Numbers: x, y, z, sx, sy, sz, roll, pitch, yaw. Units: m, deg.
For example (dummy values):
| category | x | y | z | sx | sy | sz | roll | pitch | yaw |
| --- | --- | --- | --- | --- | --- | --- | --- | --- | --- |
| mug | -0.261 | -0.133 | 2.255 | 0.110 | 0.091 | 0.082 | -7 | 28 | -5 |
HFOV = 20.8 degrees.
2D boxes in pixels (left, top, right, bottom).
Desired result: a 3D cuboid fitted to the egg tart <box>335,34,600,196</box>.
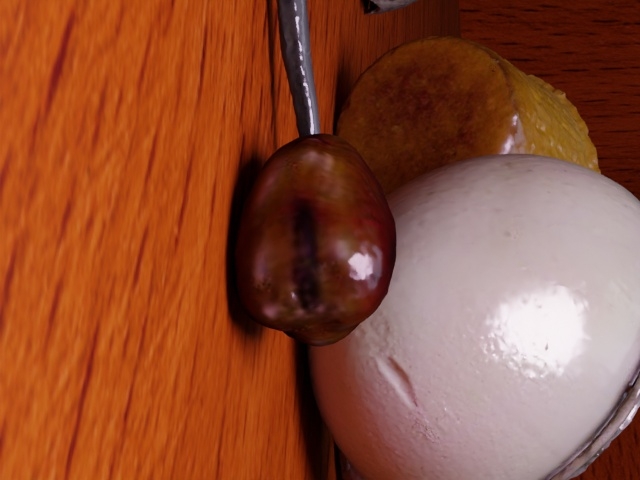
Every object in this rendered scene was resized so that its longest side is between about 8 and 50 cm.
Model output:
| category | x | y | z | sx | sy | sz | roll | pitch | yaw |
| --- | --- | --- | --- | --- | --- | --- | --- | --- | --- |
| egg tart | 0.106 | -0.065 | 1.395 | 0.171 | 0.215 | 0.215 | 43 | 43 | -59 |

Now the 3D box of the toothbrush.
| category | x | y | z | sx | sy | sz | roll | pitch | yaw |
| --- | --- | --- | --- | --- | --- | --- | --- | --- | --- |
| toothbrush | -0.019 | -0.143 | 1.049 | 0.030 | 0.030 | 0.297 | 0 | 87 | -74 |

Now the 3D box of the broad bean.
| category | x | y | z | sx | sy | sz | roll | pitch | yaw |
| --- | --- | --- | --- | --- | --- | --- | --- | --- | --- |
| broad bean | 0.000 | 0.000 | 0.950 | 0.165 | 0.084 | 0.114 | -58 | 159 | -84 |

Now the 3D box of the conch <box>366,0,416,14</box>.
| category | x | y | z | sx | sy | sz | roll | pitch | yaw |
| --- | --- | --- | --- | --- | --- | --- | --- | --- | --- |
| conch | 0.070 | -0.283 | 1.607 | 0.155 | 0.130 | 0.207 | -49 | 175 | -28 |

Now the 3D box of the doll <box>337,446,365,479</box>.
| category | x | y | z | sx | sy | sz | roll | pitch | yaw |
| --- | --- | --- | --- | --- | --- | --- | --- | --- | --- |
| doll | 0.064 | 0.197 | 1.256 | 0.156 | 0.201 | 0.303 | 47 | 16 | 2 |

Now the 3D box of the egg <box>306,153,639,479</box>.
| category | x | y | z | sx | sy | sz | roll | pitch | yaw |
| --- | --- | --- | --- | --- | --- | --- | --- | --- | --- |
| egg | 0.088 | 0.031 | 1.157 | 0.174 | 0.264 | 0.286 | 43 | 31 | -24 |
